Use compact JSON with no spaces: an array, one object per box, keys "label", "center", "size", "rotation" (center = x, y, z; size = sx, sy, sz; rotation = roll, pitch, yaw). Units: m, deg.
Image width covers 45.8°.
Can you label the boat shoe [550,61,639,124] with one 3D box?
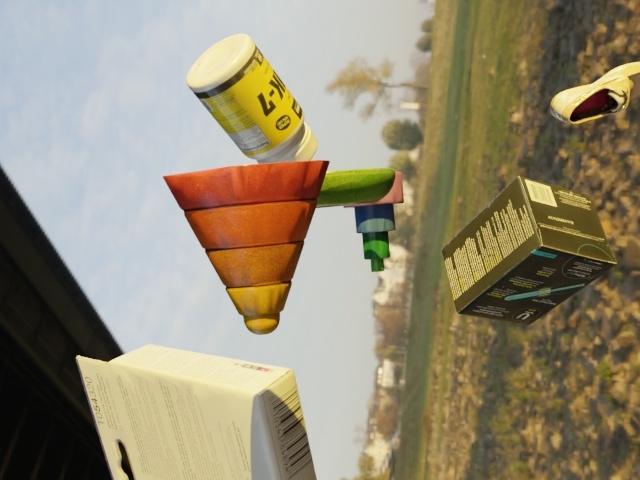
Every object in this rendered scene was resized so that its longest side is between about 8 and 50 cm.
[{"label":"boat shoe","center":[0.443,-0.218,1.161],"size":[0.059,0.170,0.063],"rotation":[-107,-7,-55]}]

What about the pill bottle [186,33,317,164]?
[{"label":"pill bottle","center":[-0.099,-0.201,1.168],"size":[0.208,0.119,0.119],"rotation":[51,-144,-35]}]

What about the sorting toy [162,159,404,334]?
[{"label":"sorting toy","center":[0.000,0.000,0.667],"size":[0.365,0.127,0.126],"rotation":[-7,-88,-67]}]

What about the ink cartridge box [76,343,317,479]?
[{"label":"ink cartridge box","center":[-0.138,0.289,0.923],"size":[0.071,0.330,0.324],"rotation":[-28,-67,-45]}]

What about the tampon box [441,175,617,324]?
[{"label":"tampon box","center":[0.249,0.018,0.930],"size":[0.161,0.120,0.101],"rotation":[-49,38,45]}]
